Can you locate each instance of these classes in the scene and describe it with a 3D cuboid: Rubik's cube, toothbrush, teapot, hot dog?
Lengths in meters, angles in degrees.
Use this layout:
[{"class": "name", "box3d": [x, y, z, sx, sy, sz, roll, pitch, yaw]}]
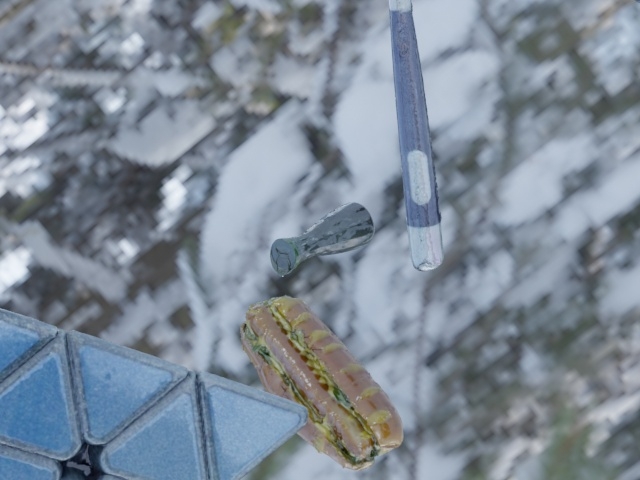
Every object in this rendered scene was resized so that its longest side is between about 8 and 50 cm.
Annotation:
[{"class": "Rubik's cube", "box3d": [-0.198, 0.152, 1.393, 0.229, 0.233, 0.228, 49, -140, 11]}, {"class": "toothbrush", "box3d": [0.049, -0.114, 1.052, 0.026, 0.024, 0.288, -60, -34, -64]}, {"class": "teapot", "box3d": [0.000, 0.000, 1.618, 0.110, 0.043, 0.043, -24, -106, -46]}, {"class": "hot dog", "box3d": [-0.008, 0.169, 2.167, 0.269, 0.115, 0.072, 45, -179, 31]}]

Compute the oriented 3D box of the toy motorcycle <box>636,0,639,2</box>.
[{"class": "toy motorcycle", "box3d": [0.362, -0.196, 1.382, 0.401, 0.134, 0.207, 20, -152, -23]}]
